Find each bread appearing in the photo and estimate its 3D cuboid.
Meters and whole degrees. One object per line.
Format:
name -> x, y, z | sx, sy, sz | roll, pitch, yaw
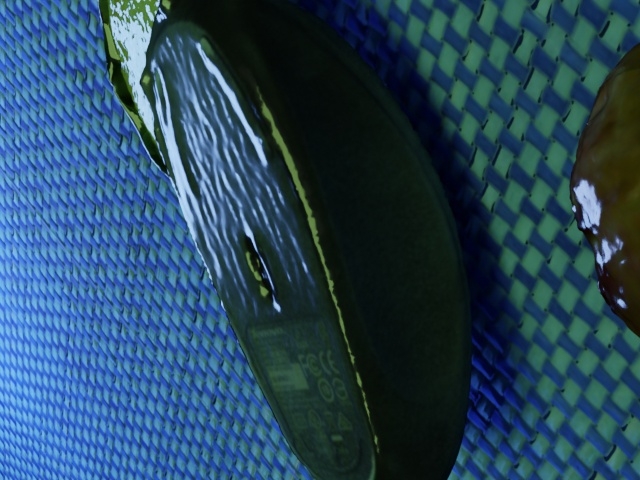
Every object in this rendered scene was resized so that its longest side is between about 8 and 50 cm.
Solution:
bread -> -0.104, -0.136, 0.973 | 0.228, 0.033, 0.228 | 34, 136, 40

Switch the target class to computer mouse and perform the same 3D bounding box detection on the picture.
computer mouse -> 0.002, -0.001, 0.841 | 0.203, 0.114, 0.374 | -11, 101, 59

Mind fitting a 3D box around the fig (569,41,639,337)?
fig -> 0.230, -0.038, 0.491 | 0.257, 0.159, 0.159 | -25, 91, 37
